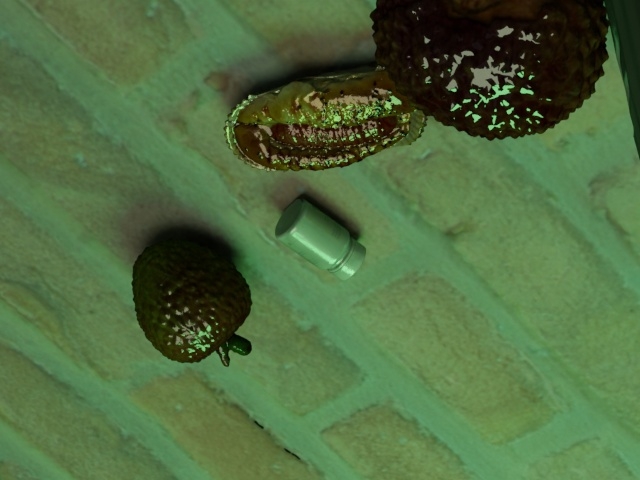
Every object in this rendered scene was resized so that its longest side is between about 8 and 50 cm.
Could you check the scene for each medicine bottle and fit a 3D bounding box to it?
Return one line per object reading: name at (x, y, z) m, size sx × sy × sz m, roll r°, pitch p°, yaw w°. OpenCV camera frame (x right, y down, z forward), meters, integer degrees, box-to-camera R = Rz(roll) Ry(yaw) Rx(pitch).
medicine bottle at (0.000, 0.000, 1.511) m, size 0.083 × 0.047 × 0.047 m, roll 36°, pitch 126°, yaw -22°

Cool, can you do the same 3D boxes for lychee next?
lychee at (-0.125, 0.064, 1.543) m, size 0.114 × 0.114 × 0.146 m, roll -31°, pitch 103°, yaw 29°
lychee at (0.143, -0.166, 1.274) m, size 0.188 × 0.188 × 0.188 m, roll 4°, pitch 131°, yaw 4°

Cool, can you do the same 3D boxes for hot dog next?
hot dog at (0.005, -0.110, 1.413) m, size 0.192 × 0.053 × 0.099 m, roll -10°, pitch 125°, yaw 13°

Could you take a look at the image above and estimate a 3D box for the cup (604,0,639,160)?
cup at (0.387, -0.164, 1.104) m, size 0.401 × 0.392 × 0.310 m, roll 15°, pitch 137°, yaw -12°
